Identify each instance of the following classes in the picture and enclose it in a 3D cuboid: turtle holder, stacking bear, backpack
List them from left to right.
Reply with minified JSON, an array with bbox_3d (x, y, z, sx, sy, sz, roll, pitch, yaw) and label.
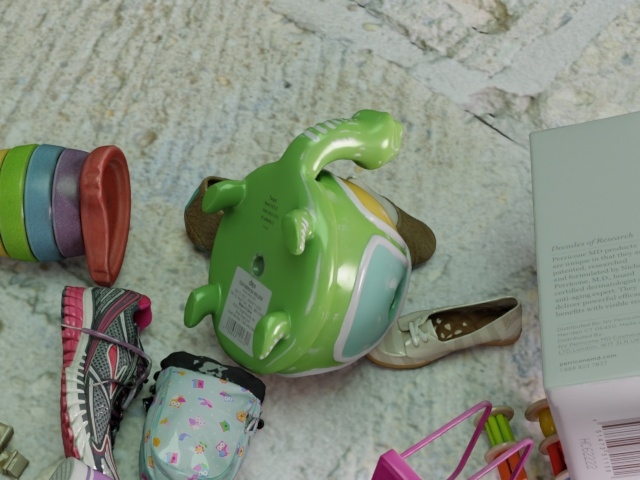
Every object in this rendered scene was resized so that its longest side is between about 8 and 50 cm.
[{"bbox_3d":[-0.401,-0.046,1.955,0.289,0.175,0.164,1,25,5],"label":"stacking bear"},{"bbox_3d":[-0.150,0.228,1.797,0.152,0.115,0.182,16,54,1],"label":"backpack"},{"bbox_3d":[-0.012,0.008,1.876,0.227,0.243,0.320,8,76,-37],"label":"turtle holder"}]

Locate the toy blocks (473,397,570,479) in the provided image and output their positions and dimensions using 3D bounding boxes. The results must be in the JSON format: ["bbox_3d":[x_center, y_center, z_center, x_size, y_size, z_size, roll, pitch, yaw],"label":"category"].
[{"bbox_3d":[0.265,0.271,1.858,0.123,0.054,0.148,-8,54,-14],"label":"toy blocks"}]

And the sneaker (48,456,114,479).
[{"bbox_3d":[-0.278,0.397,1.659,0.161,0.102,0.282,37,75,-23],"label":"sneaker"}]

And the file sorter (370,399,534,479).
[{"bbox_3d":[0.204,0.353,1.695,0.182,0.202,0.290,-28,61,-31],"label":"file sorter"}]

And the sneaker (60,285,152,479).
[{"bbox_3d":[-0.255,0.173,1.820,0.112,0.121,0.299,0,52,-7],"label":"sneaker"}]

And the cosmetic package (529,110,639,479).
[{"bbox_3d":[0.357,0.076,1.847,0.161,0.230,0.453,-10,40,14],"label":"cosmetic package"}]

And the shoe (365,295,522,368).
[{"bbox_3d":[0.159,0.111,1.964,0.219,0.058,0.076,-10,54,-15],"label":"shoe"}]

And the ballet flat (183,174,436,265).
[{"bbox_3d":[-0.008,-0.036,2.015,0.342,0.124,0.116,7,46,-3],"label":"ballet flat"}]

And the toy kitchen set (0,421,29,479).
[{"bbox_3d":[-0.381,0.243,1.776,0.068,0.075,0.083,24,57,9],"label":"toy kitchen set"}]
